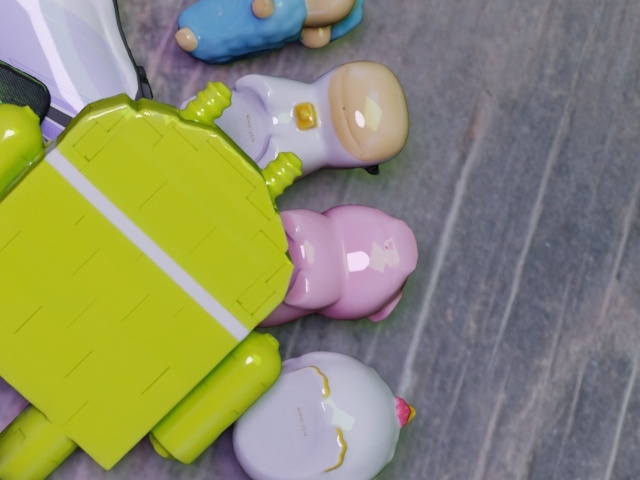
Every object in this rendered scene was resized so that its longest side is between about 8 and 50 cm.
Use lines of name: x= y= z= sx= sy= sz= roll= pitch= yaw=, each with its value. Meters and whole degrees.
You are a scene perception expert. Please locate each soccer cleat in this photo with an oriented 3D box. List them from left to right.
soccer cleat: x=-0.172 y=-0.105 z=1.255 sx=0.116 sy=0.108 sz=0.318 roll=-15 pitch=94 yaw=-3

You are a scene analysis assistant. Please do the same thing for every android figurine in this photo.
android figurine: x=-0.131 y=0.023 z=1.186 sx=0.248 sy=0.056 sz=0.273 roll=42 pitch=95 yaw=-14

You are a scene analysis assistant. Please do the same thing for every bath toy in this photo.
bath toy: x=0.000 y=0.000 z=1.305 sx=0.129 sy=0.151 sz=0.348 roll=12 pitch=69 yaw=-64

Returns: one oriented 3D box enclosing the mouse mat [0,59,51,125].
mouse mat: x=-0.279 y=-0.069 z=1.182 sx=0.190 sy=0.007 sz=0.152 roll=27 pitch=89 yaw=-16
